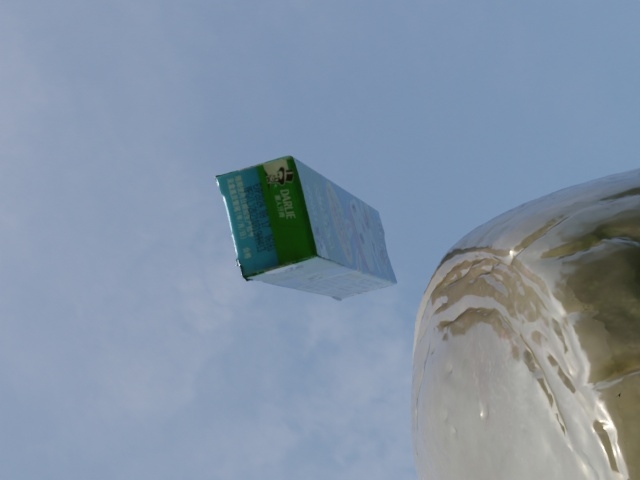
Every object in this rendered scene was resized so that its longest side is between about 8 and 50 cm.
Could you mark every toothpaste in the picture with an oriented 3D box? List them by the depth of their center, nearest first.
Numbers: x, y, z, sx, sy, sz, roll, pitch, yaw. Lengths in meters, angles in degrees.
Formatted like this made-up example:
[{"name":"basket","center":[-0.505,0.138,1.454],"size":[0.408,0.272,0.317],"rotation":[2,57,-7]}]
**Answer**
[{"name":"toothpaste","center":[0.000,0.000,0.765],"size":[0.050,0.266,0.065],"rotation":[-14,-99,12]}]

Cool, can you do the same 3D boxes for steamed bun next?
[{"name":"steamed bun","center":[0.182,0.075,0.714],"size":[0.247,0.383,0.236],"rotation":[-8,-105,-10]}]
